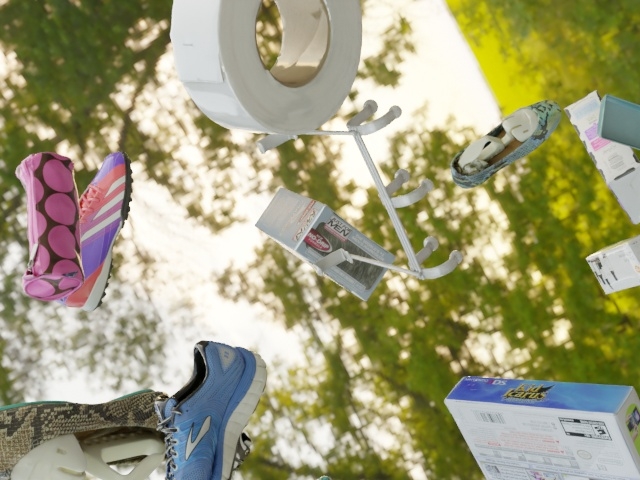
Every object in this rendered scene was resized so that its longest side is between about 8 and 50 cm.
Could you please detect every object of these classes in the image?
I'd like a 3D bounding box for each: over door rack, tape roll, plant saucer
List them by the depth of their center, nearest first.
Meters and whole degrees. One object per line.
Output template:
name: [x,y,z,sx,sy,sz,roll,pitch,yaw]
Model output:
tape roll: [-0.069,-0.288,1.469,0.286,0.100,0.286,-12,-74,-46]
over door rack: [0.061,-0.071,1.521,0.324,0.108,0.240,0,118,60]
plant saucer: [0.488,-0.166,1.595,0.192,0.018,0.067,11,-95,-30]

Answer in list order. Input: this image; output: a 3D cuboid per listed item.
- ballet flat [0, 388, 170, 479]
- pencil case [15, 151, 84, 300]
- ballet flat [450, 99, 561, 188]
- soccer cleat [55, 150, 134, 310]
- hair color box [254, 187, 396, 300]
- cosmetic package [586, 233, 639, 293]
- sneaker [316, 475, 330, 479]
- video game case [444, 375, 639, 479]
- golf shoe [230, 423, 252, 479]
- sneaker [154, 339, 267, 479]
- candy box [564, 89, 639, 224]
ballet flat: [-0.416,0.370,1.894,0.482,0.164,0.182,2,-141,-52]
pencil case: [-0.389,-0.025,1.512,0.098,0.095,0.209,21,-131,-51]
ballet flat: [0.268,-0.145,1.552,0.070,0.188,0.070,47,-169,-12]
soccer cleat: [-0.447,-0.026,2.044,0.116,0.318,0.108,16,178,-29]
hair color box: [0.000,0.000,2.225,0.185,0.114,0.374,36,177,-17]
cosmetic package: [0.668,0.053,2.318,0.099,0.060,0.239,59,169,5]
sneaker: [0.060,0.521,2.022,0.275,0.110,0.107,17,138,47]
video game case: [0.326,0.295,1.399,0.061,0.269,0.244,-42,-65,-35]
golf shoe: [-0.180,0.443,2.158,0.077,0.093,0.198,-129,35,-57]
sneaker: [-0.208,0.306,1.643,0.147,0.129,0.330,28,-111,-23]
candy box: [0.540,-0.152,1.944,0.165,0.070,0.196,39,-155,-49]
